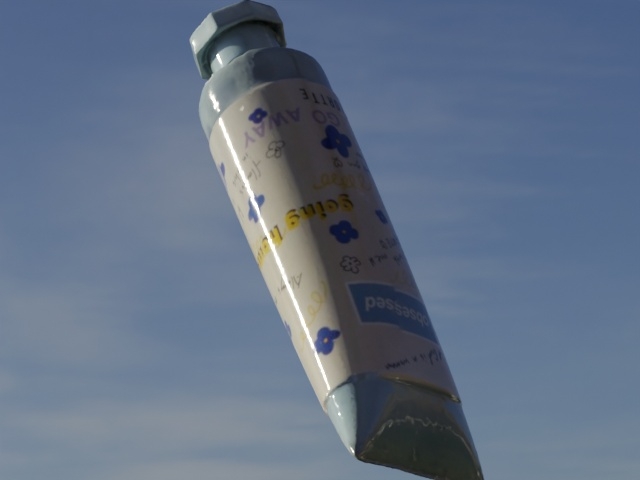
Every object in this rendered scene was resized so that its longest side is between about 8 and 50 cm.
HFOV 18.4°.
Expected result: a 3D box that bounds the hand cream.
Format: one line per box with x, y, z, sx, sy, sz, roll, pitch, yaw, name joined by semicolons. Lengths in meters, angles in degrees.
0.000;0.000;0.595;0.043;0.170;0.065;-38;-34;25;hand cream
